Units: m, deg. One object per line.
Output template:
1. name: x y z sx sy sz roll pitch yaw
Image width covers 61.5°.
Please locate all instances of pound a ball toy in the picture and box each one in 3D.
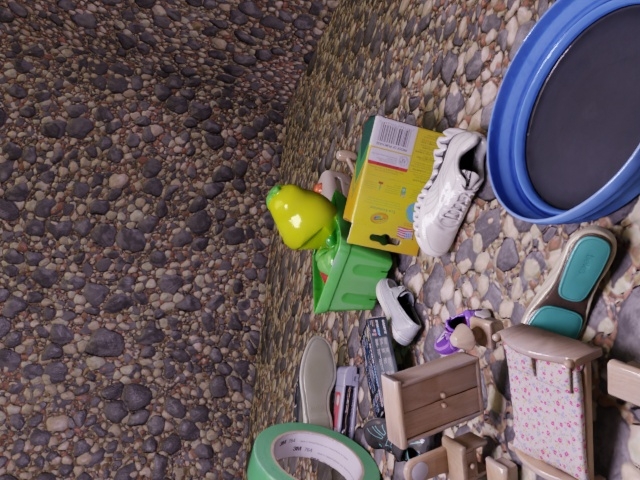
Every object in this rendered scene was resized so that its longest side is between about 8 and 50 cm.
1. pound a ball toy: 0.055 -0.170 1.942 0.319 0.136 0.208 -97 24 -47

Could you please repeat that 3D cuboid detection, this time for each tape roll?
1. tape roll: -0.016 0.568 1.325 0.321 0.321 0.077 -135 58 -71

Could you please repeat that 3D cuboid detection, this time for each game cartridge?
1. game cartridge: 0.049 0.528 1.625 0.196 0.060 0.294 138 141 -71

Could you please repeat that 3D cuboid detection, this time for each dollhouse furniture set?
1. dollhouse furniture set: 0.257 0.289 0.761 0.355 0.174 0.303 11 110 64

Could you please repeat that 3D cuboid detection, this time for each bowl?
1. bowl: 0.410 -0.213 0.853 0.391 0.077 0.391 -169 90 -74

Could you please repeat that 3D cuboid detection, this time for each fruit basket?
1. fruit basket: 0.000 0.000 1.540 0.392 0.392 0.283 -107 32 -59

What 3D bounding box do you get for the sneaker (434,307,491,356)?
1. sneaker: 0.270 0.177 1.073 0.170 0.071 0.068 120 156 -49

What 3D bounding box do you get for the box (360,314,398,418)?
1. box: 0.145 0.315 1.295 0.175 0.051 0.220 94 169 -60

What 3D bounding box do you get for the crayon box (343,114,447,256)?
1. crayon box: 0.182 -0.135 1.356 0.081 0.202 0.318 -145 68 -73

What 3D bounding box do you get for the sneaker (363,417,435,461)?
1. sneaker: 0.169 0.439 1.185 0.267 0.101 0.106 124 150 -54

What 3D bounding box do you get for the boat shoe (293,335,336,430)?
1. boat shoe: -0.026 0.461 1.609 0.113 0.127 0.340 -32 57 53

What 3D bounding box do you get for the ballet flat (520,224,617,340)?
1. ballet flat: 0.367 0.086 0.816 0.086 0.086 0.248 -109 35 -60

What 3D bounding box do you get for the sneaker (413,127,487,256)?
1. sneaker: 0.286 -0.102 1.170 0.118 0.110 0.292 26 105 64

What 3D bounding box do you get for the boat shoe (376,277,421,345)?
1. boat shoe: 0.202 0.159 1.337 0.081 0.079 0.227 -49 26 23
